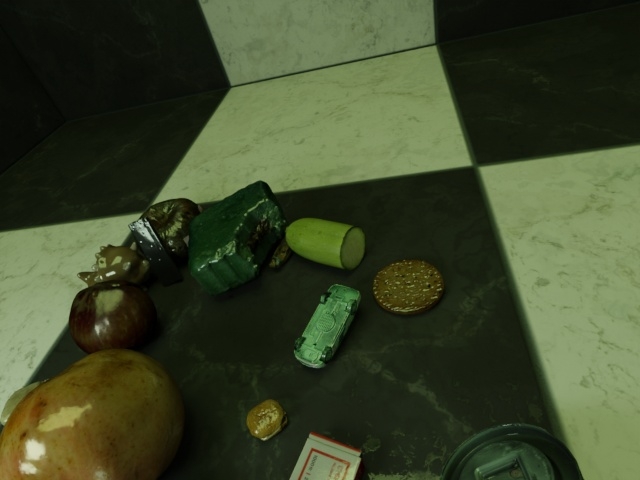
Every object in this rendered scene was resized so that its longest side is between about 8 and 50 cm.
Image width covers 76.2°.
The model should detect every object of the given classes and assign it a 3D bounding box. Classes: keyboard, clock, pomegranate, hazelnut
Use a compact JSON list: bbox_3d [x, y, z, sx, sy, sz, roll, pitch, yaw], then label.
[{"bbox_3d":[-0.527,0.036,1.311,0.072,0.231,0.023,-24,14,5],"label":"keyboard"},{"bbox_3d":[0.295,0.392,0.642,0.226,0.049,0.226,-32,10,7],"label":"clock"},{"bbox_3d":[-0.430,0.394,0.807,0.337,0.338,0.338,-10,40,9],"label":"pomegranate"},{"bbox_3d":[-0.577,0.217,1.127,0.233,0.218,0.218,-13,40,2],"label":"hazelnut"}]

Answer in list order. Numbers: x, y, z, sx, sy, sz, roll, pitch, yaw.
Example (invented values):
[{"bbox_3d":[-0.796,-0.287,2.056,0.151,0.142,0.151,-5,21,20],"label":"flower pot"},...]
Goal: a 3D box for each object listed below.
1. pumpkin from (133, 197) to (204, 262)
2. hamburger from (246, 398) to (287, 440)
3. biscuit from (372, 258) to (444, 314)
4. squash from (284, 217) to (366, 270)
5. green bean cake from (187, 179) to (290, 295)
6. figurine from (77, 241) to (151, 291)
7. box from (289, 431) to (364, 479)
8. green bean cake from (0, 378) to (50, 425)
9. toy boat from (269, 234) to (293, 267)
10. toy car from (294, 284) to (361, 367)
[{"bbox_3d":[-0.531,-0.046,1.425,0.260,0.189,0.260,-12,39,10],"label":"pumpkin"},{"bbox_3d":[-0.117,0.387,0.886,0.083,0.044,0.076,-37,42,-18],"label":"hamburger"},{"bbox_3d":[0.231,0.121,1.077,0.187,0.027,0.188,-10,39,8],"label":"biscuit"},{"bbox_3d":[0.000,0.000,1.225,0.247,0.133,0.132,14,49,35],"label":"squash"},{"bbox_3d":[-0.248,-0.007,1.271,0.300,0.169,0.308,-27,37,4],"label":"green bean cake"},{"bbox_3d":[-0.677,0.100,1.323,0.247,0.173,0.177,0,43,19],"label":"figurine"},{"bbox_3d":[-0.012,0.480,0.734,0.122,0.050,0.229,8,46,28],"label":"box"},{"bbox_3d":[-0.619,0.405,0.945,0.109,0.179,0.085,-22,40,-1],"label":"green bean cake"},{"bbox_3d":[-0.119,0.033,1.290,0.047,0.049,0.149,6,45,25],"label":"toy boat"},{"bbox_3d":[0.023,0.214,1.009,0.090,0.076,0.224,13,57,30],"label":"toy car"}]
